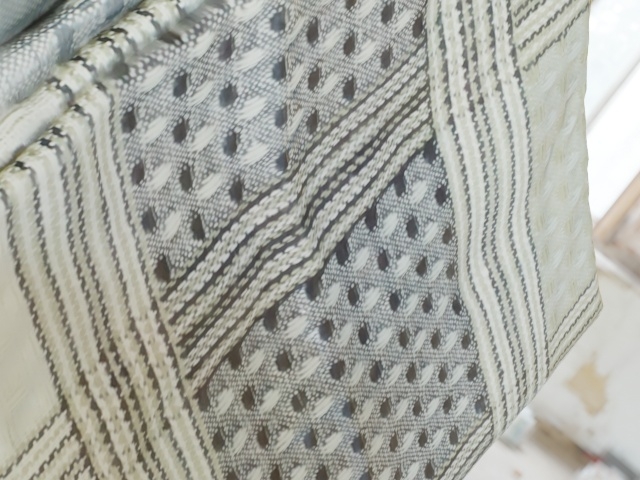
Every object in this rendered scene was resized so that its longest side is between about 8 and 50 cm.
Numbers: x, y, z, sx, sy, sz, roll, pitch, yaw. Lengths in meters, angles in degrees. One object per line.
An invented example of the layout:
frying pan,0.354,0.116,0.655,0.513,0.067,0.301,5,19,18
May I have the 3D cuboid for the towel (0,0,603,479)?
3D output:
towel,0.000,0.000,0.465,0.056,0.312,0.324,25,-39,34
